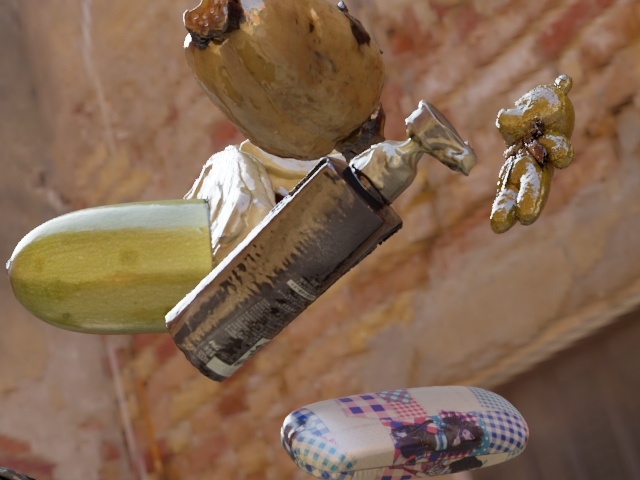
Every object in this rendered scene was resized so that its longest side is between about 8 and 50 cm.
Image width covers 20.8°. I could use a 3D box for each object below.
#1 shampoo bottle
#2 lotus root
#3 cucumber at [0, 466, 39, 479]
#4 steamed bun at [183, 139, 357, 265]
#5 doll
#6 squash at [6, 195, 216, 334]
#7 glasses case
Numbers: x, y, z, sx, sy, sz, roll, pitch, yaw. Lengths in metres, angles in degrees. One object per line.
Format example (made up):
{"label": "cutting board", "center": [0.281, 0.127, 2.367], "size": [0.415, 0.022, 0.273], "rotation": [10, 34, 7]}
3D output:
{"label": "shampoo bottle", "center": [0.000, 0.000, 1.025], "size": [0.208, 0.063, 0.057], "rotation": [-43, -9, 14]}
{"label": "lotus root", "center": [-0.029, -0.162, 1.629], "size": [0.154, 0.140, 0.257], "rotation": [-41, -42, 11]}
{"label": "cucumber", "center": [-0.225, 0.175, 1.030], "size": [0.193, 0.115, 0.086], "rotation": [15, 3, -4]}
{"label": "steamed bun", "center": [-0.064, -0.048, 2.359], "size": [0.189, 0.247, 0.428], "rotation": [19, -1, -13]}
{"label": "doll", "center": [0.252, -0.106, 2.145], "size": [0.097, 0.209, 0.137], "rotation": [29, -36, -14]}
{"label": "squash", "center": [-0.178, 0.022, 1.492], "size": [0.187, 0.123, 0.123], "rotation": [-2, -19, 1]}
{"label": "glasses case", "center": [0.107, 0.237, 2.147], "size": [0.327, 0.125, 0.076], "rotation": [-3, -59, -29]}
